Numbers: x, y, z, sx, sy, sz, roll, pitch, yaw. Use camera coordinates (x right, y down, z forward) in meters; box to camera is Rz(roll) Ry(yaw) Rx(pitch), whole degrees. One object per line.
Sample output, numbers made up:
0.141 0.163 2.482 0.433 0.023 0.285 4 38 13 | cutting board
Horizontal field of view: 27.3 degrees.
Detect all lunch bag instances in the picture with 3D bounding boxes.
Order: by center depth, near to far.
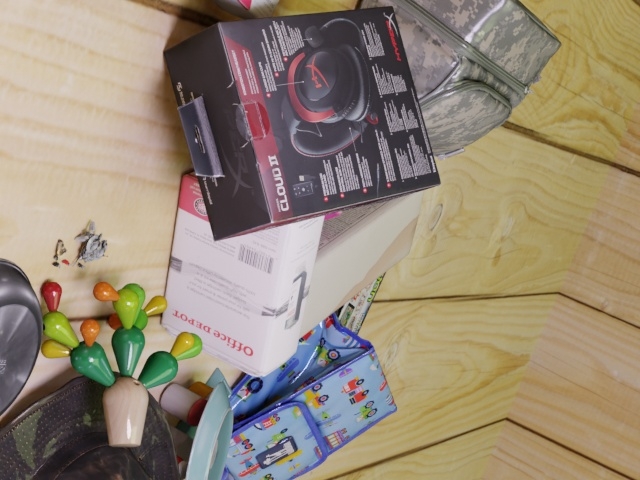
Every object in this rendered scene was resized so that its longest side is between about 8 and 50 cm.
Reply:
0.166 -0.251 1.839 0.256 0.212 0.305 -52 158 11 | lunch bag
-0.051 0.257 1.971 0.293 0.138 0.221 -39 148 -11 | lunch bag

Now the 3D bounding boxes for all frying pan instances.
-0.371 0.167 1.285 0.326 0.053 0.197 -61 156 -19 | frying pan

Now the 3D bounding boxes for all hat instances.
-0.245 0.322 1.477 0.331 0.134 0.331 -21 121 -40 | hat

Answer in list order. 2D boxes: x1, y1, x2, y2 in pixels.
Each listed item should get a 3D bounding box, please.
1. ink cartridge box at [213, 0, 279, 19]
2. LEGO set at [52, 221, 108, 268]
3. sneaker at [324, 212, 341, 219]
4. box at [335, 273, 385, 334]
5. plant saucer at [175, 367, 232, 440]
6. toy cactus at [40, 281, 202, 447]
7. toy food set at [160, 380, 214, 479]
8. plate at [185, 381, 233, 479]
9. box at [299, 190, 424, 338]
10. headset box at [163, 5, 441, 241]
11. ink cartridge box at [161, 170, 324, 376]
-0.069 -0.324 1.423 0.150 0.063 0.109 -63 157 -3 | ink cartridge box
-0.251 0.012 1.412 0.083 0.023 0.054 -39 146 -47 | LEGO set
-0.036 -0.145 1.640 0.111 0.103 0.252 -90 168 -48 | sneaker
0.063 0.061 2.117 0.207 0.036 0.114 -65 157 -1 | box
-0.181 0.269 1.822 0.192 0.018 0.067 -56 156 -22 | plant saucer
-0.222 0.135 1.446 0.219 0.112 0.180 23 61 -55 | toy cactus
-0.187 0.286 1.703 0.232 0.105 0.111 -52 151 -23 | toy food set
-0.140 0.276 1.701 0.188 0.024 0.188 13 90 -83 | plate
0.000 0.000 1.787 0.311 0.148 0.121 -33 142 -49 | box
-0.027 -0.131 1.445 0.293 0.110 0.218 -15 89 -42 | headset box
-0.095 0.033 1.594 0.092 0.159 0.217 -31 140 -54 | ink cartridge box
